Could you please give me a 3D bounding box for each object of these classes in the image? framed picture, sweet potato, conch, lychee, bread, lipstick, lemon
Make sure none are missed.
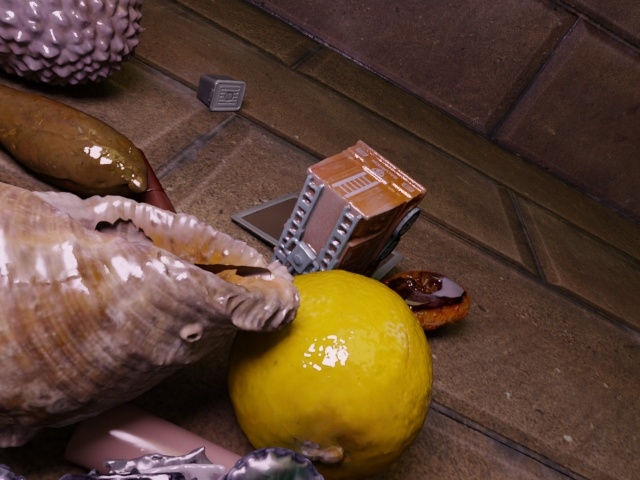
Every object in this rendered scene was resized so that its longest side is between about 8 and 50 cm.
[{"bbox_3d":[0.000,0.000,0.947,0.296,0.019,0.232,32,30,19],"label":"framed picture"},{"bbox_3d":[-0.453,-0.174,0.746,0.423,0.130,0.130,27,31,-1],"label":"sweet potato"},{"bbox_3d":[-0.212,0.060,0.466,0.353,0.209,0.297,22,20,-16],"label":"conch"},{"bbox_3d":[-0.550,-0.488,0.896,0.432,0.380,0.380,42,28,-18],"label":"lychee"},{"bbox_3d":[0.169,0.125,0.891,0.269,0.095,0.139,-17,41,-32],"label":"bread"},{"bbox_3d":[-0.257,-0.029,0.771,0.057,0.057,0.356,-3,46,-42],"label":"lipstick"},{"bbox_3d":[-0.123,0.243,0.486,0.255,0.070,0.070,28,32,-5],"label":"lipstick"},{"bbox_3d":[0.009,0.162,0.544,0.241,0.240,0.219,29,24,-4],"label":"lemon"}]

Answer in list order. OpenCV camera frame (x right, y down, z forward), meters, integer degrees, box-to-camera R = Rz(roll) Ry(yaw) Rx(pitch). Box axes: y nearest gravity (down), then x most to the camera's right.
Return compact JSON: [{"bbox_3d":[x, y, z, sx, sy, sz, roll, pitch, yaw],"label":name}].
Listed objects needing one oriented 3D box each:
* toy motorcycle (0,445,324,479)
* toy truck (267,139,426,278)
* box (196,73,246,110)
[{"bbox_3d":[-0.151,0.263,0.360,0.328,0.143,0.187,3,77,-14],"label":"toy motorcycle"},{"bbox_3d":[0.008,0.022,0.693,0.136,0.305,0.162,42,40,18],"label":"toy truck"},{"bbox_3d":[-0.265,-0.394,1.259,0.069,0.084,0.122,34,30,24],"label":"box"}]
